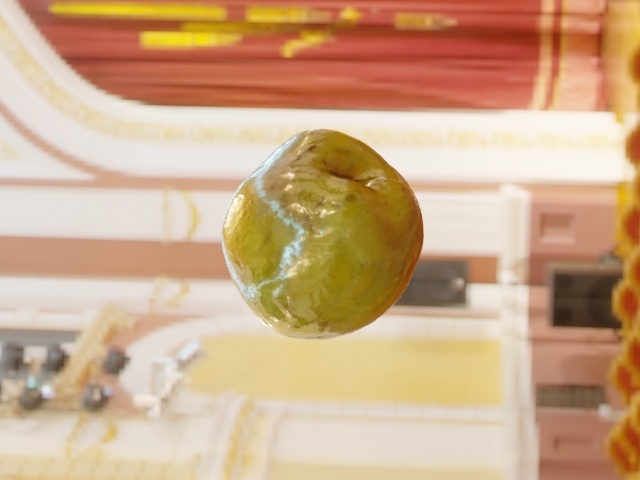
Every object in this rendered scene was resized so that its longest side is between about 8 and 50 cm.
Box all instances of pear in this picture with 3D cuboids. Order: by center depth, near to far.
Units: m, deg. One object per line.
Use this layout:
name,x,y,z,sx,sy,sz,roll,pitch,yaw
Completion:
pear,0.000,0.000,1.539,0.200,0.200,0.200,2,-90,-85
